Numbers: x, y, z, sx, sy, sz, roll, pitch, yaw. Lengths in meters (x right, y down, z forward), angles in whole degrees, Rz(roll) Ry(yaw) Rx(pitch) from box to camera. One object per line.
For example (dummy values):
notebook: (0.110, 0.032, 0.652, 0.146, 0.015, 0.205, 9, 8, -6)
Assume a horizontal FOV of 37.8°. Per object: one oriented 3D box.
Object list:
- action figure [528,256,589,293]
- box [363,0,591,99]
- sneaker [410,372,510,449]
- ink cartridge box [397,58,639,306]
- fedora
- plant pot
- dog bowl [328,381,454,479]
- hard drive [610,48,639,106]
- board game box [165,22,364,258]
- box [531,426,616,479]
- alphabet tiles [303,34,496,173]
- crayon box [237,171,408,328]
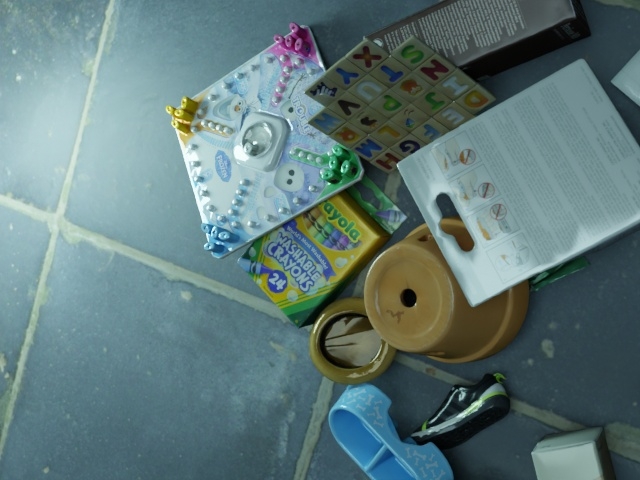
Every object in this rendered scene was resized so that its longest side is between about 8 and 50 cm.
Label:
action figure: (0.385, 0.065, 1.819, 0.232, 0.063, 0.137, -41, 79, 23)
box: (0.298, -0.387, 1.772, 0.381, 0.191, 0.143, -22, 83, 24)
sneaker: (0.280, 0.341, 1.877, 0.234, 0.084, 0.097, -32, 46, 25)
ink cartridge box: (0.376, -0.096, 1.668, 0.385, 0.091, 0.308, -29, 74, 11)
fedora: (0.074, 0.211, 1.939, 0.194, 0.079, 0.194, -5, 77, 21)
plant pot: (0.221, 0.100, 1.777, 0.291, 0.203, 0.291, 3, 94, 37)
dog bowl: (0.133, 0.421, 1.887, 0.297, 0.074, 0.166, 45, 142, 16)
hard drive: (0.703, -0.336, 1.667, 0.203, 0.040, 0.307, 48, 109, 21)
board game box: (-0.135, -0.215, 1.990, 0.390, 0.050, 0.390, -29, 65, 22)
box: (0.496, 0.518, 1.736, 0.121, 0.148, 0.311, -15, 87, 22)
alphabet tiles: (0.151, -0.246, 1.770, 0.285, 0.342, 0.011, -34, 42, 35)
crayon box: (0.000, 0.000, 1.972, 0.203, 0.083, 0.323, 46, 107, 16)
